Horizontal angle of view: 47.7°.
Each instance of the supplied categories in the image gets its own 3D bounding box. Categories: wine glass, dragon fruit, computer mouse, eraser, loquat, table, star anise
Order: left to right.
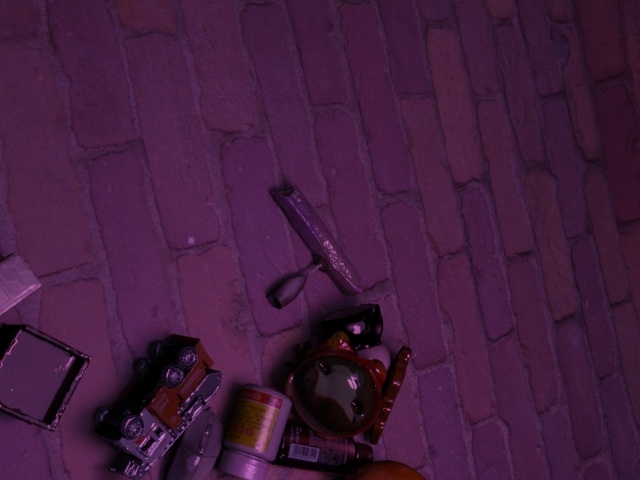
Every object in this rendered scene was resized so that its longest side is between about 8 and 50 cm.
[{"bbox_3d":[-0.764,0.178,1.460,0.404,0.098,0.096,-42,108,-33],"label":"eraser"},{"bbox_3d":[-0.602,0.285,1.507,0.172,0.193,0.169,35,65,-28],"label":"table"},{"bbox_3d":[-0.303,0.518,1.778,0.113,0.068,0.229,35,65,-30],"label":"computer mouse"},{"bbox_3d":[-0.060,0.119,2.013,0.198,0.066,0.066,-39,107,-33],"label":"wine glass"},{"bbox_3d":[-0.038,0.341,2.012,0.141,0.042,0.141,3,84,-32],"label":"star anise"},{"bbox_3d":[0.043,0.391,1.907,0.130,0.268,0.296,-37,123,-74],"label":"dragon fruit"},{"bbox_3d":[0.172,0.754,1.944,0.328,0.328,0.329,5,81,-36],"label":"loquat"}]

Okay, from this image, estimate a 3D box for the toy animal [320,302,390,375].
[{"bbox_3d":[0.106,0.304,2.038,0.187,0.165,0.235,-21,101,-60],"label":"toy animal"}]

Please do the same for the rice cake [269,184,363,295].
[{"bbox_3d":[0.000,0.000,2.067,0.399,0.070,0.064,54,53,-19],"label":"rice cake"}]

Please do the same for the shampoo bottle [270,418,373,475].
[{"bbox_3d":[0.004,0.573,1.992,0.322,0.084,0.129,20,62,-34],"label":"shampoo bottle"}]

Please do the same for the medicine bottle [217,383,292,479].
[{"bbox_3d":[-0.167,0.489,1.839,0.139,0.139,0.226,29,68,-30],"label":"medicine bottle"}]

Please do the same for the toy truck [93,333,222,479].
[{"bbox_3d":[-0.379,0.397,1.702,0.338,0.132,0.184,-54,126,-31],"label":"toy truck"}]

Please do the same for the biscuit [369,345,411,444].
[{"bbox_3d":[0.193,0.448,2.084,0.043,0.278,0.302,20,91,7],"label":"biscuit"}]
